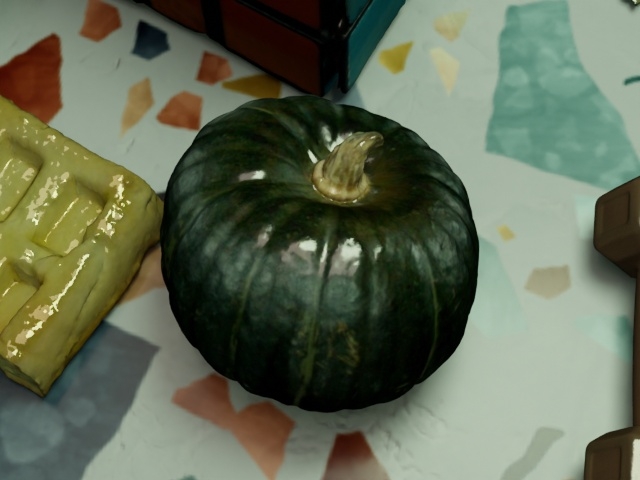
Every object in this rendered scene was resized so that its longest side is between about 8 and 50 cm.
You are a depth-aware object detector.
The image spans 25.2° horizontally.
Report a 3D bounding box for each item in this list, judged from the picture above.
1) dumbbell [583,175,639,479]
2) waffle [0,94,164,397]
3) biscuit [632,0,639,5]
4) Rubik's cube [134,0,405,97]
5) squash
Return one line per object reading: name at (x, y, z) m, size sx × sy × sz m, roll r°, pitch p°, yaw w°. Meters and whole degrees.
dumbbell at (0.222, 0.070, 0.939) m, size 0.082 × 0.092 × 0.231 m, roll 15°, pitch 69°, yaw -23°
waffle at (-0.258, -0.028, 1.003) m, size 0.274 × 0.057 × 0.168 m, roll 30°, pitch 73°, yaw 12°
biscuit at (0.291, -0.236, 1.083) m, size 0.203 × 0.016 × 0.144 m, roll 2°, pitch 70°, yaw 2°
Rubik's cube at (-0.039, -0.312, 0.981) m, size 0.293 × 0.283 × 0.288 m, roll 31°, pitch 73°, yaw 9°
squash at (-0.002, 0.004, 0.922) m, size 0.218 × 0.172 × 0.218 m, roll -5°, pitch 58°, yaw 7°
